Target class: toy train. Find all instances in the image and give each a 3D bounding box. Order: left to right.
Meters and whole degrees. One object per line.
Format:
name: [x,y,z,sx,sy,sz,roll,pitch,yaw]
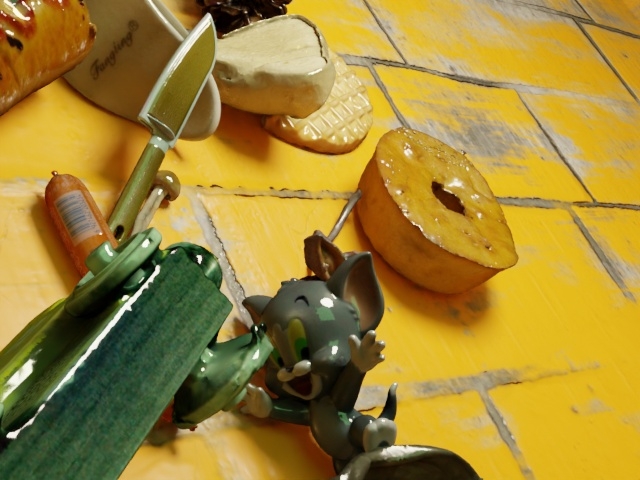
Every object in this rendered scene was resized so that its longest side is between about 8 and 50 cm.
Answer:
toy train: [-0.221,0.164,0.751,0.179,0.272,0.442,49,33,-12]

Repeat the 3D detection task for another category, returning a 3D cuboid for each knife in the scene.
knife: [-0.192,-0.141,1.179,0.061,0.027,0.343,43,57,-36]

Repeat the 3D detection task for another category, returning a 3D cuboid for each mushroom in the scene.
mushroom: [-0.192,0.027,1.128,0.068,0.043,0.306,5,47,-12]

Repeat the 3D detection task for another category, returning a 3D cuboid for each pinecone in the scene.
pinecone: [-0.119,-0.386,1.528,0.163,0.163,0.165,23,41,-23]

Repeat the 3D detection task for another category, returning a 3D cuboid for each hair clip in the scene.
hair clip: [-0.247,-0.248,1.276,0.282,0.172,0.113,40,24,-24]

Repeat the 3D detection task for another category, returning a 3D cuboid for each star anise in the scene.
star anise: [0.000,0.000,1.289,0.219,0.148,0.227,-19,30,-16]

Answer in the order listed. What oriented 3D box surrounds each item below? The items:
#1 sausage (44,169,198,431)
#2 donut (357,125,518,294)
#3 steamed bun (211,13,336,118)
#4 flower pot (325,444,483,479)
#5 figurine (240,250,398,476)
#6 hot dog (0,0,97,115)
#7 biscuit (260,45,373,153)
sausage: [-0.219,0.058,1.051,0.053,0.053,0.347,-8,57,-47]
donut: [0.168,-0.037,1.460,0.278,0.108,0.277,25,38,-21]
steamed bun: [-0.073,-0.234,1.410,0.231,0.110,0.212,-21,39,-23]
flower pot: [0.060,0.347,0.863,0.302,0.213,0.301,25,37,-21]
figurine: [0.024,0.154,1.079,0.265,0.193,0.140,54,35,-2]
hot dog: [-0.476,-0.257,1.043,0.367,0.196,0.365,35,39,-3]
biscuit: [-0.001,-0.245,1.586,0.205,0.040,0.309,26,38,-20]
